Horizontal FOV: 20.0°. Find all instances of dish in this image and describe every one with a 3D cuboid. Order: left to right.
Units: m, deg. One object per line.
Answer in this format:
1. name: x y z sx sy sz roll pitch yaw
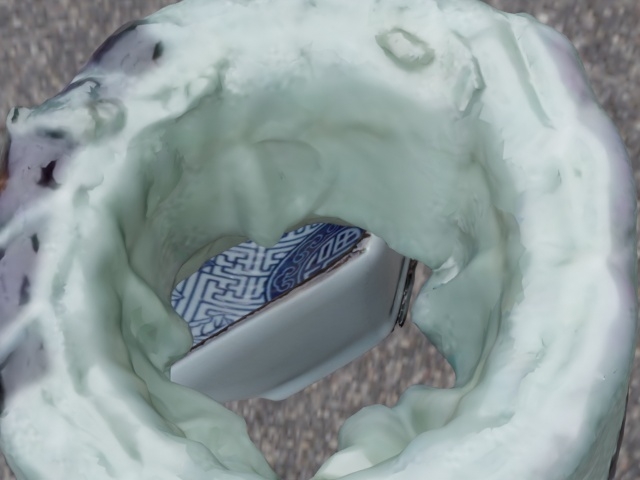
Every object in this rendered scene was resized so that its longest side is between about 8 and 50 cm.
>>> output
1. dish: 0.000 0.000 0.999 0.080 0.182 0.243 47 31 -20

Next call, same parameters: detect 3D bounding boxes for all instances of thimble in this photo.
1. thimble: 0.004 0.025 0.622 0.237 0.150 0.237 -1 67 2
